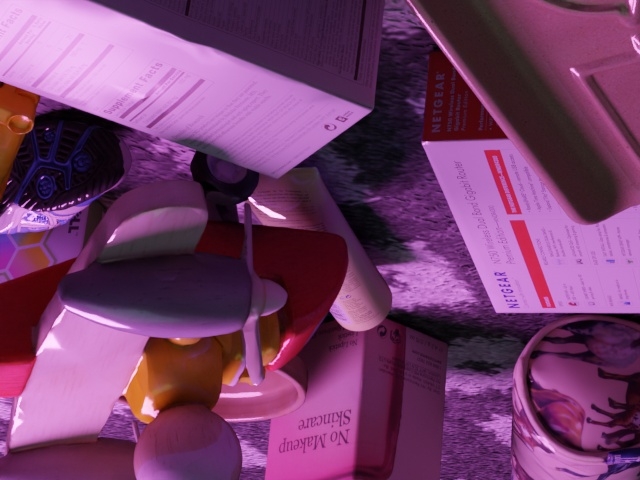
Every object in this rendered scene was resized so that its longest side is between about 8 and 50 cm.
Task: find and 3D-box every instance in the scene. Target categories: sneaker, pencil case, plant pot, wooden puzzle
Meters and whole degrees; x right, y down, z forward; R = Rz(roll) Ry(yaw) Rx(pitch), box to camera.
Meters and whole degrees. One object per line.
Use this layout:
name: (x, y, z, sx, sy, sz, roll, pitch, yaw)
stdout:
sneaker: (-0.235, -0.054, 1.434, 0.211, 0.080, 0.081, -14, 171, 40)
pencil case: (0.300, 0.225, 1.801, 0.183, 0.160, 0.410, 17, 158, 13)
plant pot: (-0.125, 0.100, 1.690, 0.237, 0.109, 0.237, 6, 157, 3)
wooden puzzle: (0.249, -0.160, 0.992, 0.348, 0.080, 0.322, -15, 135, 32)

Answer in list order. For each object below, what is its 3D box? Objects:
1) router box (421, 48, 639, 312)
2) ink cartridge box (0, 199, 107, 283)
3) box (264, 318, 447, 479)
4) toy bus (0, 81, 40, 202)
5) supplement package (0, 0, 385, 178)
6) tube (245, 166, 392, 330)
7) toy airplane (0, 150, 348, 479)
router box: (0.261, -0.040, 1.306, 0.301, 0.082, 0.335, 0, 155, 16)
ink cartridge box: (-0.256, 0.018, 1.537, 0.209, 0.109, 0.062, -1, 156, 17)
box: (0.036, 0.212, 1.746, 0.127, 0.232, 0.148, 24, 150, -37)
toy bus: (-0.303, -0.133, 1.190, 0.220, 0.149, 0.211, 19, 140, -21)
supplement package: (-0.095, -0.157, 1.065, 0.244, 0.139, 0.134, 19, 152, -24)
tube: (0.000, 0.000, 1.504, 0.070, 0.062, 0.240, -36, 140, 1)
toy airplane: (-0.170, 0.103, 1.312, 0.384, 0.272, 0.386, -35, 162, 10)
